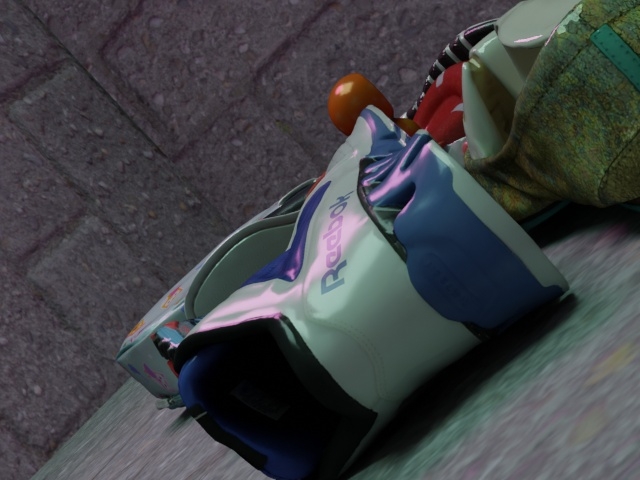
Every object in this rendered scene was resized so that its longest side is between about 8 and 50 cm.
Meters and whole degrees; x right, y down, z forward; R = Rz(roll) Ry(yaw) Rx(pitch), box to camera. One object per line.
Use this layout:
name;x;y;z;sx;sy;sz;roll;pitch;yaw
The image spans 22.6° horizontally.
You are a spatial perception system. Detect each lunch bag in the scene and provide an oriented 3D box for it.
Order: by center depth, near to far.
lunch bag;-0.093;0.068;1.745;0.279;0.108;0.224;-45;7;-18

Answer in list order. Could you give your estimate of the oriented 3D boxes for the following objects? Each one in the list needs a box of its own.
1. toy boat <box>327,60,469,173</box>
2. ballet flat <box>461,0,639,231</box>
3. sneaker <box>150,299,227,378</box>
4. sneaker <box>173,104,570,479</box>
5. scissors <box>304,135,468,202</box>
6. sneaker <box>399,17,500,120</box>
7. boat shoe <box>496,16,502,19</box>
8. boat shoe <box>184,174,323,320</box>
toy boat;0.069;-0.089;1.438;0.231;0.151;0.151;-45;4;-35
ballet flat;0.130;-0.075;0.864;0.123;0.123;0.348;-43;3;-3
sneaker;-0.057;0.074;1.288;0.125;0.104;0.262;-41;3;0
sneaker;0.006;0.032;0.857;0.182;0.127;0.315;-41;5;0
scissors;0.103;-0.074;1.289;0.297;0.109;0.021;-41;-21;28
sneaker;0.177;-0.169;1.633;0.162;0.106;0.281;-42;1;-39
boat shoe;0.189;-0.195;2.057;0.228;0.080;0.076;-41;9;41
boat shoe;0.000;0.000;1.582;0.302;0.114;0.091;-31;3;-3
